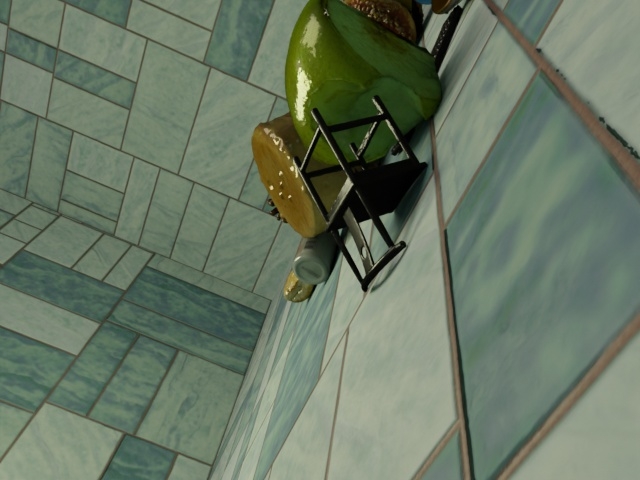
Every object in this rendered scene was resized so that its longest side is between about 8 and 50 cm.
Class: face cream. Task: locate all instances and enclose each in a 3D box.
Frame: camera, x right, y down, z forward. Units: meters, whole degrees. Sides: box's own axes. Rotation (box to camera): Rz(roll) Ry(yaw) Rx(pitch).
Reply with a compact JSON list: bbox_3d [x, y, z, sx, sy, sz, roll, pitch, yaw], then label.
[{"bbox_3d":[0.000,0.000,1.606,0.252,0.101,0.101,-71,6,-49],"label":"face cream"}]

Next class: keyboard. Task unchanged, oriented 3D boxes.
[{"bbox_3d":[0.212,-0.320,1.207,0.101,0.018,0.310,150,143,-83],"label":"keyboard"}]

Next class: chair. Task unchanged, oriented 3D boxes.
[{"bbox_3d":[0.076,-0.074,0.929,0.260,0.141,0.154,63,154,19],"label":"chair"}]

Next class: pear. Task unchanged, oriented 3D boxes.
[{"bbox_3d":[0.045,-0.250,1.084,0.282,0.286,0.176,-43,36,43],"label":"pear"}]

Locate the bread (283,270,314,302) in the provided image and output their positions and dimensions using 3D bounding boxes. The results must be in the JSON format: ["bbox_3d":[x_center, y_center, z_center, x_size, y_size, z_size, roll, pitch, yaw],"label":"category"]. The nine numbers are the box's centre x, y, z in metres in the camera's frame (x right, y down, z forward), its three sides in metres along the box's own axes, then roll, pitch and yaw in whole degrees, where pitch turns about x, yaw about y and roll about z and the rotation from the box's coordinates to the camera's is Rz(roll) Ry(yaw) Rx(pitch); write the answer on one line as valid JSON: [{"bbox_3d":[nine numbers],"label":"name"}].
[{"bbox_3d":[-0.053,0.124,1.777,0.125,0.082,0.106,-52,22,33],"label":"bread"}]

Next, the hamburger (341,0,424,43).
[{"bbox_3d":[0.168,-0.635,1.789,0.291,0.291,0.225,119,172,-54],"label":"hamburger"}]

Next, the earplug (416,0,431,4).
[{"bbox_3d":[0.309,-0.758,1.616,0.132,0.132,0.273,125,164,-70],"label":"earplug"}]

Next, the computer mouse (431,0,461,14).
[{"bbox_3d":[0.293,-0.586,1.150,0.310,0.071,0.158,-63,9,-1],"label":"computer mouse"}]

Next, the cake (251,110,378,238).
[{"bbox_3d":[0.028,-0.208,1.513,0.321,0.332,0.332,-29,-7,-16],"label":"cake"}]

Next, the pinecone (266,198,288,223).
[{"bbox_3d":[-0.049,-0.181,2.081,0.309,0.244,0.244,-27,6,1],"label":"pinecone"}]
